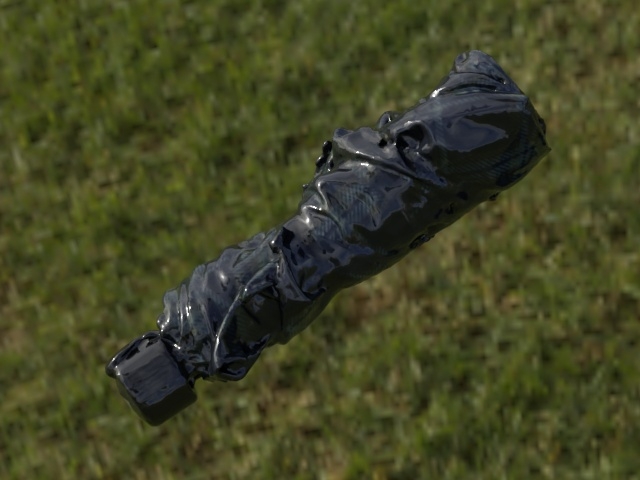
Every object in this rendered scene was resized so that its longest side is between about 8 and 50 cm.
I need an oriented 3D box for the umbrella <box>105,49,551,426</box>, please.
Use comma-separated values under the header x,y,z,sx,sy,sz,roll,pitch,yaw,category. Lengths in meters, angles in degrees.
x,y,z,sx,sy,sz,roll,pitch,yaw,category
-0.001,-0.001,0.886,0.224,0.080,0.071,-38,67,-5,umbrella
